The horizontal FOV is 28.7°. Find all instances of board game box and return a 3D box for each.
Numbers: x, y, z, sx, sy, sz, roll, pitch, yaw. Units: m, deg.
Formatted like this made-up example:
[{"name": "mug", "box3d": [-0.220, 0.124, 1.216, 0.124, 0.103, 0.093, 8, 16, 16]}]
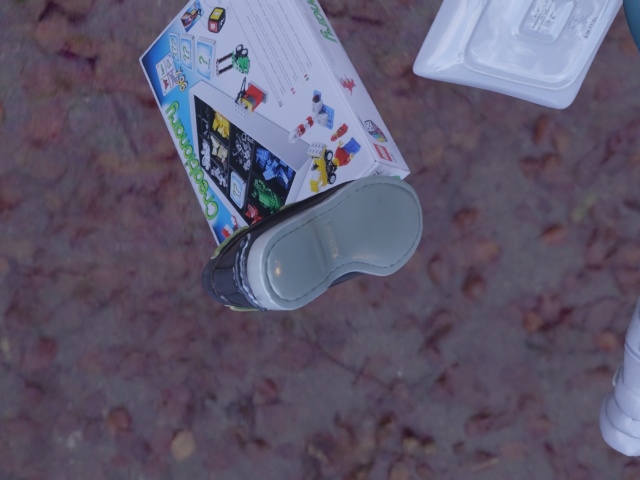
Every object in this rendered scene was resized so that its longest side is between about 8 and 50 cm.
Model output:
[{"name": "board game box", "box3d": [-0.055, -0.123, 1.185, 0.053, 0.305, 0.193, 13, 133, -48]}]

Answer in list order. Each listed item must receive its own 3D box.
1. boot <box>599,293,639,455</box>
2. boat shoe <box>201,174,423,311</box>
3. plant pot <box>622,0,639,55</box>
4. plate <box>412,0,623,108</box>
[{"name": "boot", "box3d": [0.311, 0.100, 1.140, 0.095, 0.258, 0.123, 29, 116, 19]}, {"name": "boat shoe", "box3d": [0.000, 0.000, 0.976, 0.068, 0.227, 0.081, -8, 98, 37]}, {"name": "plant pot", "box3d": [0.506, -0.292, 1.512, 0.293, 0.293, 0.235, -32, 75, 7]}, {"name": "plate", "box3d": [0.298, -0.314, 1.704, 0.278, 0.045, 0.277, 9, 119, -29]}]
